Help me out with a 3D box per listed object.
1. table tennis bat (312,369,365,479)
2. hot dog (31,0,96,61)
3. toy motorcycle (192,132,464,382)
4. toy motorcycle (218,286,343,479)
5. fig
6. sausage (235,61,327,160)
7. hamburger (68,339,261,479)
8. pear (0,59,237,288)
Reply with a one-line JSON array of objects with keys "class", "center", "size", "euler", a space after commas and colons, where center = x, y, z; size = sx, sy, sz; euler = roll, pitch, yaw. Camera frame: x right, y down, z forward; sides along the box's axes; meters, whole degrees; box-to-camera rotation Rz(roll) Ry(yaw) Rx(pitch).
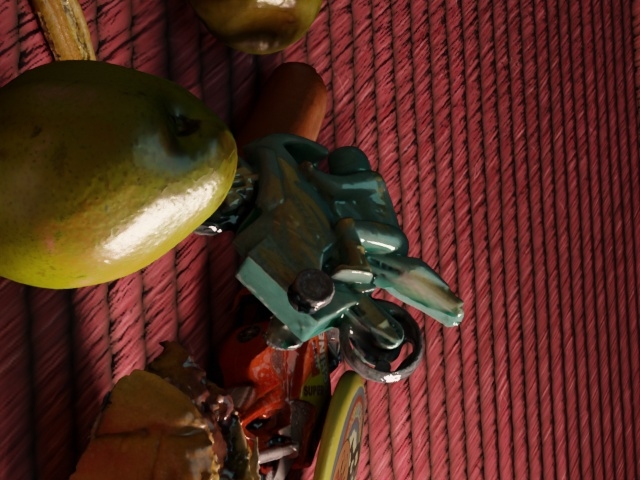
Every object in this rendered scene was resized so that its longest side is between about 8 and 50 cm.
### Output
[{"class": "table tennis bat", "center": [0.002, 0.311, 1.851], "size": [0.224, 0.054, 0.369], "euler": [14, 86, -82]}, {"class": "hot dog", "center": [-0.217, -0.181, 1.569], "size": [0.044, 0.028, 0.137], "euler": [-39, 123, -30]}, {"class": "toy motorcycle", "center": [0.001, 0.001, 1.757], "size": [0.296, 0.109, 0.198], "euler": [45, 59, 6]}, {"class": "toy motorcycle", "center": [-0.049, 0.143, 1.813], "size": [0.171, 0.089, 0.298], "euler": [65, 33, -35]}, {"class": "fig", "center": [-0.064, -0.251, 1.801], "size": [0.154, 0.144, 0.166], "euler": [-121, -169, -47]}, {"class": "sausage", "center": [-0.042, -0.110, 1.887], "size": [0.197, 0.076, 0.076], "euler": [-67, 144, -46]}, {"class": "hamburger", "center": [-0.128, 0.262, 1.546], "size": [0.282, 0.245, 0.155], "euler": [-51, 164, 12]}, {"class": "pear", "center": [-0.174, -0.053, 1.422], "size": [0.187, 0.219, 0.188], "euler": [27, 59, -59]}]
